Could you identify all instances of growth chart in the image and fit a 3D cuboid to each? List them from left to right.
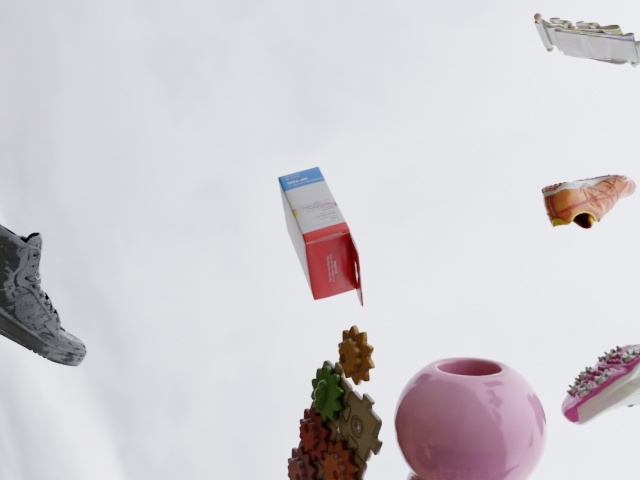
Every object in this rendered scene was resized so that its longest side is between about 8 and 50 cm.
[{"bbox_3d":[0.541,-0.391,1.467,0.237,0.172,0.021,17,-96,21],"label":"growth chart"}]

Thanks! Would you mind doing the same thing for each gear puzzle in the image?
[{"bbox_3d":[0.019,0.283,1.119,0.175,0.044,0.338,43,-55,48],"label":"gear puzzle"}]

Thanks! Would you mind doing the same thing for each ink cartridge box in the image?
[{"bbox_3d":[0.000,0.000,1.238,0.231,0.078,0.134,-113,-169,-47],"label":"ink cartridge box"}]

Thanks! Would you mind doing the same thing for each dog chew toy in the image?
[{"bbox_3d":[0.203,0.335,1.027,0.207,0.207,0.331,9,-80,59],"label":"dog chew toy"}]

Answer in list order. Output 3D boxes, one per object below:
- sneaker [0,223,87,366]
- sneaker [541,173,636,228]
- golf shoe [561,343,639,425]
[{"bbox_3d":[-0.247,0.032,0.611,0.051,0.170,0.089,18,-106,56],"label":"sneaker"},{"bbox_3d":[0.356,-0.051,0.990,0.064,0.175,0.067,-12,-90,58],"label":"sneaker"},{"bbox_3d":[0.507,0.200,1.106,0.140,0.306,0.115,54,4,2],"label":"golf shoe"}]
